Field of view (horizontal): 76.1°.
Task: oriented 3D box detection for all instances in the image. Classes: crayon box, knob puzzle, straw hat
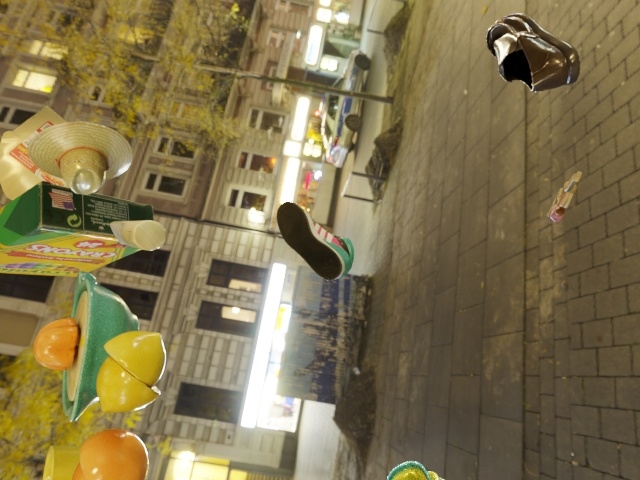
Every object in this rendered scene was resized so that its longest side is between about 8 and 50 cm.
[{"bbox_3d":[-0.496,0.002,0.764,0.202,0.319,0.081,13,-117,-57],"label":"crayon box"},{"bbox_3d":[-0.578,-0.158,0.863,0.030,0.213,0.212,156,126,-68],"label":"knob puzzle"},{"bbox_3d":[-0.346,-0.102,0.596,0.144,0.145,0.061,108,149,-64],"label":"straw hat"}]

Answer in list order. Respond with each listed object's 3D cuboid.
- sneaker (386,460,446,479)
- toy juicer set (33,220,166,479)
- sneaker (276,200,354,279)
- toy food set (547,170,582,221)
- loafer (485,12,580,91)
[{"bbox_3d":[0.182,0.470,0.655,0.319,0.127,0.208,64,-173,-57],"label":"sneaker"},{"bbox_3d":[-0.219,0.094,0.394,0.209,0.090,0.328,-28,59,48],"label":"toy juicer set"},{"bbox_3d":[0.000,0.000,1.267,0.124,0.295,0.178,-45,-22,17],"label":"sneaker"},{"bbox_3d":[0.413,-0.068,0.689,0.077,0.019,0.122,-67,-20,7],"label":"toy food set"},{"bbox_3d":[0.327,-0.311,0.677,0.220,0.079,0.080,-106,-9,-50],"label":"loafer"}]
